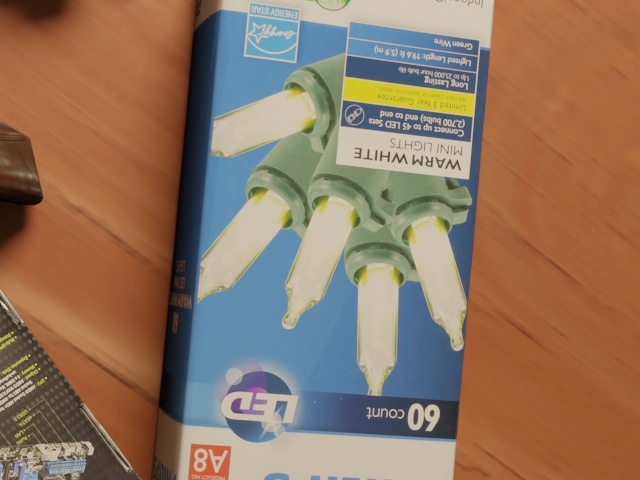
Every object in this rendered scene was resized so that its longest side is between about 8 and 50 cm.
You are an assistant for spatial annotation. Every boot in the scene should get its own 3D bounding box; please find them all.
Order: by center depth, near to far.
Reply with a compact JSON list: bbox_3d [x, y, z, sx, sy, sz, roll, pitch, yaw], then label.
[{"bbox_3d":[-0.174,-0.055,0.623,0.037,0.114,0.106,-35,88,15],"label":"boot"}]

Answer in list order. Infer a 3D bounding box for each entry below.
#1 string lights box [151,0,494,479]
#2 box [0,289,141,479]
[{"bbox_3d":[0.000,0.000,0.672,0.133,0.077,0.259,5,88,-15],"label":"string lights box"},{"bbox_3d":[-0.212,0.123,0.550,0.270,0.060,0.216,-37,90,-40],"label":"box"}]
